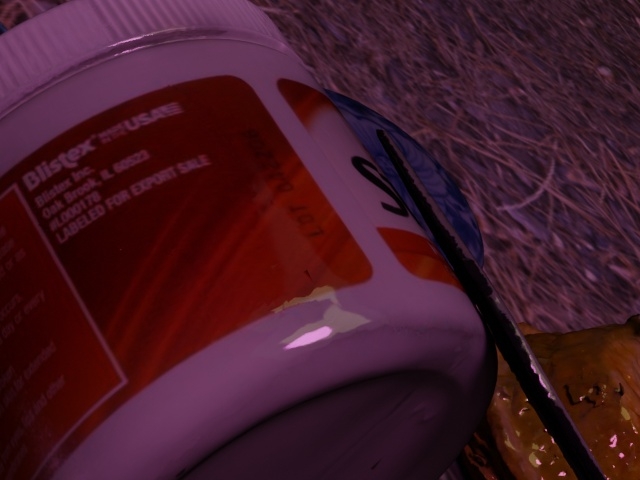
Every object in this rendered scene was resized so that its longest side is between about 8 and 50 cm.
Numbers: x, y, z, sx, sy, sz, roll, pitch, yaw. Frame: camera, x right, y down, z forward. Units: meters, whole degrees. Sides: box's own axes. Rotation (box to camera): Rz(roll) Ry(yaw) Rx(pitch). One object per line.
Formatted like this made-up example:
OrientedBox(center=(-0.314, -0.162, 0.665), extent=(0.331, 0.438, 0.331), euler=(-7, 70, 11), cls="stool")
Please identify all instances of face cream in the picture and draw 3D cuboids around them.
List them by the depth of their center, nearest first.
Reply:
OrientedBox(center=(-0.056, 0.030, 0.724), extent=(0.201, 0.201, 0.187), euler=(2, 46, -48), cls="face cream")

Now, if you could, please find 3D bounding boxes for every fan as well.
OrientedBox(center=(0.087, 0.056, 0.810), extent=(0.223, 0.012, 0.294), euler=(59, 1, 21), cls="fan")

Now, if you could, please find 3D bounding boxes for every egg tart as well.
OrientedBox(center=(0.172, 0.119, 0.990), extent=(0.213, 0.090, 0.212), euler=(31, 32, -22), cls="egg tart")

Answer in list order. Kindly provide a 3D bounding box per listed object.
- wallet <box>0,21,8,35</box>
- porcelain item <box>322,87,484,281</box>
OrientedBox(center=(-0.207, -0.059, 0.818), extent=(0.141, 0.059, 0.202), euler=(49, 30, 11), cls="wallet")
OrientedBox(center=(0.000, 0.000, 0.921), extent=(0.147, 0.114, 0.147), euler=(29, 32, -20), cls="porcelain item")
